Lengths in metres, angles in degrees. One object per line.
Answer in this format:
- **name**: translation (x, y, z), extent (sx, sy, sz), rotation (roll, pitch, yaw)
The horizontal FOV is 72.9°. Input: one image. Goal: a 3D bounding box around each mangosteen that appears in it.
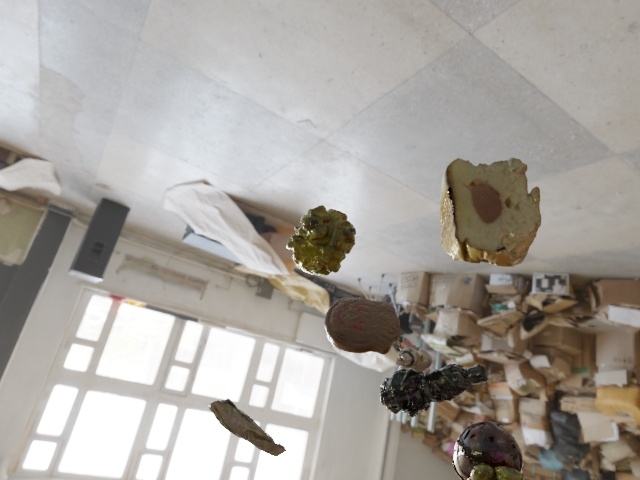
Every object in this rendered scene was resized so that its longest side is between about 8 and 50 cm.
- **mangosteen**: translation (0.388, 0.518, 0.998), extent (0.166, 0.166, 0.180), rotation (9, -161, 7)

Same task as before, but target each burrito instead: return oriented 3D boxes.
- **burrito**: translation (-0.189, 0.483, 1.123), extent (0.230, 0.063, 0.058), rotation (33, 116, 0)

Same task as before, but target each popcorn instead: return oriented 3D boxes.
- **popcorn**: translation (0.001, -0.002, 1.306), extent (0.189, 0.218, 0.169), rotation (32, 155, 3)

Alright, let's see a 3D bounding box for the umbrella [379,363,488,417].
- **umbrella**: translation (0.345, 0.439, 1.337), extent (0.337, 0.154, 0.128), rotation (-29, 117, 18)

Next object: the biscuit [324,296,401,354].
- **biscuit**: translation (0.143, 0.279, 1.467), extent (0.258, 0.273, 0.049), rotation (8, 120, 5)

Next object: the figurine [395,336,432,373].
- **figurine**: translation (0.259, 0.345, 1.293), extent (0.146, 0.081, 0.098), rotation (27, -172, -35)

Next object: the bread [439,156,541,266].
- **bread**: translation (0.352, -0.053, 0.900), extent (0.184, 0.223, 0.211), rotation (1, -165, 9)
